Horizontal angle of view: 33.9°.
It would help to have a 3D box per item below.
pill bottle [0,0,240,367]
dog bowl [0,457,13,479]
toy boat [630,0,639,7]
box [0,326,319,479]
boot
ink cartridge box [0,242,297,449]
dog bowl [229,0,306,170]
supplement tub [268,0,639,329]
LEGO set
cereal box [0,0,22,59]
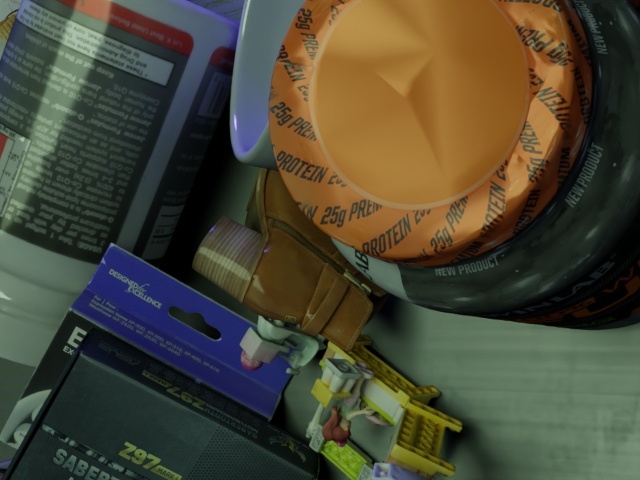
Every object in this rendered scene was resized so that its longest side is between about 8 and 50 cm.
[{"bbox_3d":[-0.227,-0.073,1.008,0.210,0.210,0.363,30,101,36],"label":"pill bottle"},{"bbox_3d":[-0.303,0.408,1.035,0.407,0.150,0.408,-7,79,37],"label":"dog bowl"},{"bbox_3d":[0.182,-0.280,0.760,0.151,0.151,0.231,-22,70,33],"label":"toy boat"},{"bbox_3d":[-0.144,0.209,0.912,0.232,0.059,0.183,30,105,-9],"label":"box"},{"bbox_3d":[0.000,0.000,0.902,0.152,0.197,0.073,28,143,7],"label":"boot"},{"bbox_3d":[-0.151,0.141,0.948,0.206,0.045,0.208,29,104,-6],"label":"ink cartridge box"},{"bbox_3d":[0.011,-0.180,0.825,0.265,0.104,0.265,-169,90,-75],"label":"dog bowl"},{"bbox_3d":[0.125,-0.053,0.643,0.207,0.338,0.207,-4,82,31],"label":"supplement tub"},{"bbox_3d":[0.031,0.166,0.823,0.107,0.132,0.287,-67,30,16],"label":"LEGO set"},{"bbox_3d":[-0.278,-0.239,1.110,0.047,0.172,0.240,-149,73,-81],"label":"cereal box"}]
